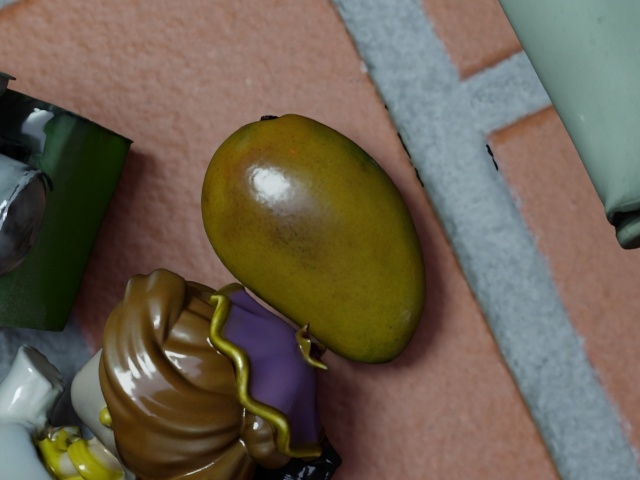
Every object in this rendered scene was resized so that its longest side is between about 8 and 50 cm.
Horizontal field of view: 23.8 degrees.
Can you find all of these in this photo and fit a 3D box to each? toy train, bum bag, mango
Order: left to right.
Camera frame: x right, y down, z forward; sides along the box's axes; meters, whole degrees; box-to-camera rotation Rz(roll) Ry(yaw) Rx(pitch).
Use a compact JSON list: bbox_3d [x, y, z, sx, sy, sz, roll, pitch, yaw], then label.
[{"bbox_3d":[-0.278,-0.057,0.892,0.307,0.249,0.173,20,90,13],"label":"toy train"},{"bbox_3d":[-0.034,0.163,0.930,0.058,0.034,0.124,28,89,26],"label":"bum bag"},{"bbox_3d":[0.001,-0.005,0.919,0.163,0.089,0.111,35,102,3],"label":"mango"}]

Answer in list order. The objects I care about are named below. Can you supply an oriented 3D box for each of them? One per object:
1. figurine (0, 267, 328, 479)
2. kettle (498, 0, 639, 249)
[{"bbox_3d":[-0.113,0.124,0.895,0.263,0.142,0.189,-41,75,6],"label":"figurine"},{"bbox_3d":[0.208,-0.180,0.865,0.205,0.265,0.318,-33,76,38],"label":"kettle"}]
